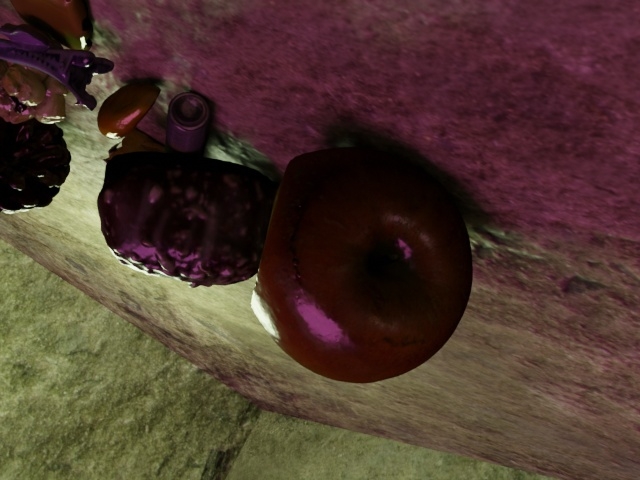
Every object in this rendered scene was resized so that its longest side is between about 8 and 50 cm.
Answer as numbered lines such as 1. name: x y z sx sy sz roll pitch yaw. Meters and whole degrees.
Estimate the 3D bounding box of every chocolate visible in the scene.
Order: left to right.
1. chocolate: -0.242 -0.023 1.853 0.340 0.210 0.225 8 166 -7

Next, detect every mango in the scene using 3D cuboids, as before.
1. mango: -0.340 -0.231 1.787 0.066 0.101 0.187 39 149 -26

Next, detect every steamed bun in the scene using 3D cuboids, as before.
1. steamed bun: -0.582 -0.289 1.977 0.177 0.106 0.192 17 160 35

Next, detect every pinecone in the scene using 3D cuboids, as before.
1. pinecone: -0.687 -0.180 2.182 0.296 0.298 0.242 0 107 42

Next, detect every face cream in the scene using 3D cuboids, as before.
1. face cream: -0.243 -0.180 1.823 0.073 0.073 0.283 29 162 -1

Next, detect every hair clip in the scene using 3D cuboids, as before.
1. hair clip: -0.453 -0.307 1.717 0.278 0.090 0.137 30 -177 30

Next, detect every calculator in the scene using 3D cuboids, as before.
1. calculator: -0.446 -0.377 1.662 0.157 0.033 0.236 28 165 -1

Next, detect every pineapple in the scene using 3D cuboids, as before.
1. pineapple: -0.326 -0.131 2.057 0.186 0.114 0.236 13 166 38

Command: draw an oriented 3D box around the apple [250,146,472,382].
1. apple: 0.050 0.034 1.617 0.374 0.374 0.384 -11 107 63
